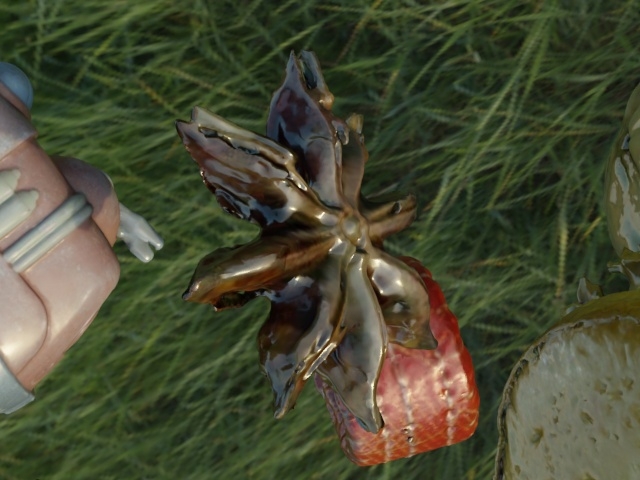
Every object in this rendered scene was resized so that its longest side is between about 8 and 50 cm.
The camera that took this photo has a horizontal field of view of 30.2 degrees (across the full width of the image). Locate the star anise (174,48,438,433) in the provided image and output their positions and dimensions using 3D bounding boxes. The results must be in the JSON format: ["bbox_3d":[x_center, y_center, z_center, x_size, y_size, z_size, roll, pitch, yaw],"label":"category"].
[{"bbox_3d":[0.000,-0.001,0.827,0.088,0.288,0.288,-11,102,37],"label":"star anise"}]

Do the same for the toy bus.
[{"bbox_3d":[-0.284,-0.017,0.915,0.294,0.232,0.197,51,169,-8],"label":"toy bus"}]

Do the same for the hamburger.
[{"bbox_3d":[0.300,0.128,0.878,0.445,0.268,0.287,-39,68,59],"label":"hamburger"}]

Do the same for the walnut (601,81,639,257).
[{"bbox_3d":[0.464,-0.060,1.178,0.381,0.381,0.381,17,119,33],"label":"walnut"}]

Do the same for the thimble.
[{"bbox_3d":[0.105,0.200,1.964,0.350,0.230,0.350,162,90,-83],"label":"thimble"}]
